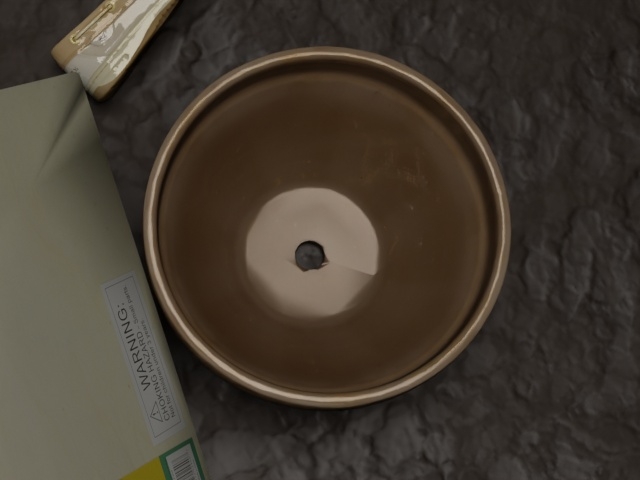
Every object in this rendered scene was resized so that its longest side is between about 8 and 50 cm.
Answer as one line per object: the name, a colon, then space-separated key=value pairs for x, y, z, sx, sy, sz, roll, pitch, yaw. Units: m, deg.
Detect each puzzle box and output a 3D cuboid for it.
puzzle box: x=-0.169 y=0.120 z=1.075 sx=0.052 sy=0.272 sz=0.409 roll=-15 pitch=95 yaw=28

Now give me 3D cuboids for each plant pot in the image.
plant pot: x=0.000 y=0.000 z=1.239 sx=0.237 sy=0.110 sz=0.237 roll=1 pitch=77 yaw=-6

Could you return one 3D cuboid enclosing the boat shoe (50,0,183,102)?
boat shoe: x=-0.123 y=-0.177 z=1.288 sx=0.059 sy=0.063 sz=0.170 roll=35 pitch=76 yaw=-4
